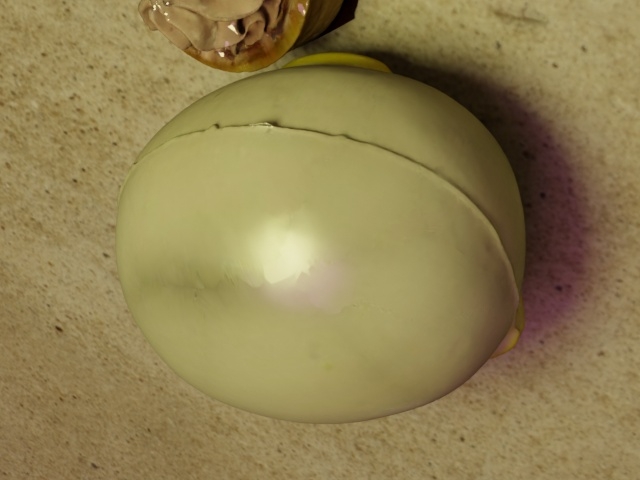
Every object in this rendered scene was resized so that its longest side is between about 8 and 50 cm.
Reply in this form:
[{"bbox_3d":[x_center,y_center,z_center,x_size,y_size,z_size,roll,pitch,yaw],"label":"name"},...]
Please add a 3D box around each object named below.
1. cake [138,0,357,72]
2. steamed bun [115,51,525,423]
[{"bbox_3d":[-0.081,-0.235,1.086,0.208,0.178,0.185,35,129,4],"label":"cake"},{"bbox_3d":[-0.002,0.005,1.097,0.374,0.334,0.333,-2,117,34],"label":"steamed bun"}]
